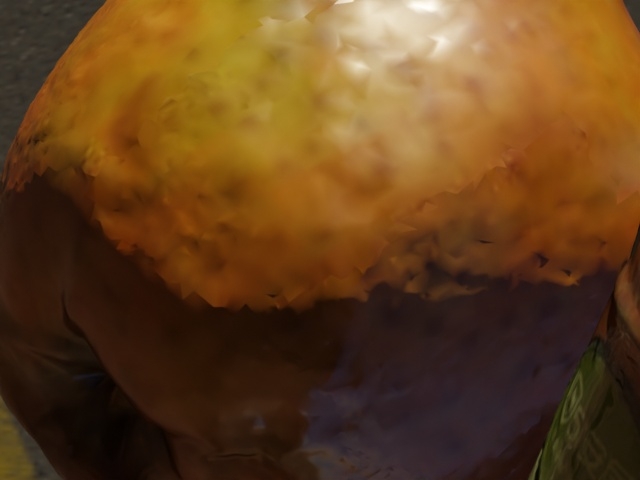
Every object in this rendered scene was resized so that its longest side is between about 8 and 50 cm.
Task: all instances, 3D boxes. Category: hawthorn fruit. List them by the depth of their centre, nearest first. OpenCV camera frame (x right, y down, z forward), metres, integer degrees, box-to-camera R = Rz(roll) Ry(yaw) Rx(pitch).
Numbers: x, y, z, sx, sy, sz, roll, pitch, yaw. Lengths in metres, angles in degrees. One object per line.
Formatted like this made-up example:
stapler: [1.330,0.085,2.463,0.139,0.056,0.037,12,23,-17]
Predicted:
hawthorn fruit: [0.000,0.000,1.108,0.472,0.472,0.471,5,83,-44]

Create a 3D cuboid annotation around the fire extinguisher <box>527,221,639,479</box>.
fire extinguisher: [0.089,0.078,0.472,0.113,0.200,0.376,5,121,-30]
